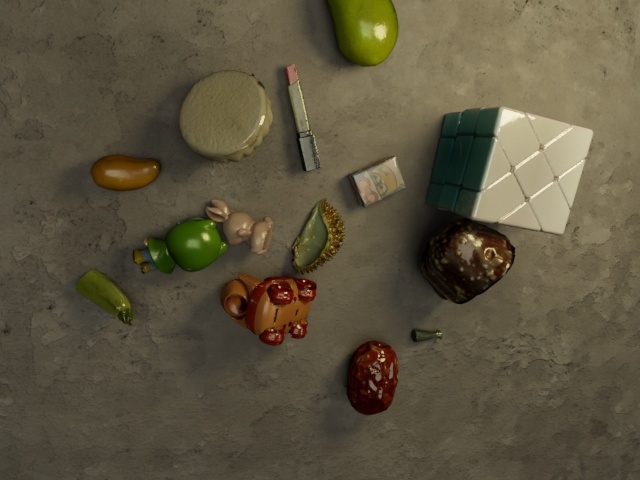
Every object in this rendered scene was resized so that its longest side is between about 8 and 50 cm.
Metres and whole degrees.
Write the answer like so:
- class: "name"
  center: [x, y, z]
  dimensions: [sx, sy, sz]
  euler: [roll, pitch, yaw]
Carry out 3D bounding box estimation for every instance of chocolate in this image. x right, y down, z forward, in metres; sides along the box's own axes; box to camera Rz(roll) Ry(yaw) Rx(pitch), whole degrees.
- class: "chocolate"
  center: [0.436, 0.052, 1.469]
  dimensions: [0.210, 0.340, 0.225]
  euler: [38, 68, 3]

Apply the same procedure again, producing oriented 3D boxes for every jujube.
- class: "jujube"
  center: [0.176, 0.467, 1.573]
  dimensions: [0.174, 0.174, 0.250]
  euler: [9, 103, -14]

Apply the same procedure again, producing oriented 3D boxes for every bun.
- class: "bun"
  center: [-0.245, -0.326, 1.310]
  dimensions: [0.264, 0.175, 0.262]
  euler: [-3, 75, 13]

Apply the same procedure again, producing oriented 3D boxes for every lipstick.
- class: "lipstick"
  center: [-0.059, -0.366, 1.393]
  dimensions: [0.051, 0.051, 0.311]
  euler: [-15, 103, -8]

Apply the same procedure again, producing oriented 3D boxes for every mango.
- class: "mango"
  center: [0.124, -0.637, 1.321]
  dimensions: [0.186, 0.149, 0.272]
  euler: [-16, 101, -7]
- class: "mango"
  center: [-0.546, -0.191, 1.308]
  dimensions: [0.184, 0.085, 0.102]
  euler: [-6, 100, -22]

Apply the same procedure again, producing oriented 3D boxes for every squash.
- class: "squash"
  center: [-0.621, 0.178, 1.379]
  dimensions: [0.200, 0.075, 0.090]
  euler: [40, 73, 4]

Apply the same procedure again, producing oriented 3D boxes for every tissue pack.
- class: "tissue pack"
  center: [0.180, -0.189, 1.477]
  dimensions: [0.155, 0.065, 0.115]
  euler: [-24, 105, -5]

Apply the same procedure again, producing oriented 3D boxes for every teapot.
- class: "teapot"
  center: [0.382, 0.339, 1.657]
  dimensions: [0.111, 0.043, 0.042]
  euler: [0, 103, -17]

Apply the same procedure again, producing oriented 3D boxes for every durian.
- class: "durian"
  center: [0.000, 0.000, 1.477]
  dimensions: [0.139, 0.144, 0.252]
  euler: [33, 103, 20]

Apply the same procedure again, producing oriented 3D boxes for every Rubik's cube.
- class: "Rubik's cube"
  center: [0.557, -0.214, 1.426]
  dimensions: [0.319, 0.316, 0.321]
  euler: [9, 102, -15]

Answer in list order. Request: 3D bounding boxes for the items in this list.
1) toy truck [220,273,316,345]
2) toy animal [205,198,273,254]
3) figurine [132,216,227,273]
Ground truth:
- class: "toy truck"
  center: [-0.164, 0.192, 1.443]
  dimensions: [0.265, 0.239, 0.188]
  euler: [-1, 107, -54]
- class: "toy animal"
  center: [-0.251, -0.039, 1.400]
  dimensions: [0.213, 0.124, 0.124]
  euler: [25, 96, 4]
- class: "figurine"
  center: [-0.412, 0.026, 1.362]
  dimensions: [0.264, 0.143, 0.162]
  euler: [-20, 117, 4]
